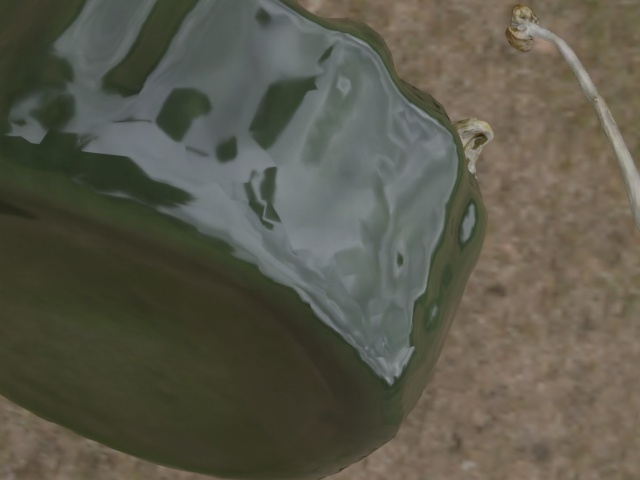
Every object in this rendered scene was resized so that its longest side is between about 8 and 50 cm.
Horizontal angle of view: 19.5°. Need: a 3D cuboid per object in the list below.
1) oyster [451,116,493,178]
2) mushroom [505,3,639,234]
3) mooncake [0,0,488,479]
[{"bbox_3d":[-0.004,-0.003,1.579,0.341,0.110,0.166,-48,153,23],"label":"oyster"},{"bbox_3d":[0.188,-0.030,1.129,0.026,0.028,0.286,-9,62,-45],"label":"mushroom"},{"bbox_3d":[-0.083,-0.017,1.078,0.356,0.356,0.194,43,54,-33],"label":"mooncake"}]
